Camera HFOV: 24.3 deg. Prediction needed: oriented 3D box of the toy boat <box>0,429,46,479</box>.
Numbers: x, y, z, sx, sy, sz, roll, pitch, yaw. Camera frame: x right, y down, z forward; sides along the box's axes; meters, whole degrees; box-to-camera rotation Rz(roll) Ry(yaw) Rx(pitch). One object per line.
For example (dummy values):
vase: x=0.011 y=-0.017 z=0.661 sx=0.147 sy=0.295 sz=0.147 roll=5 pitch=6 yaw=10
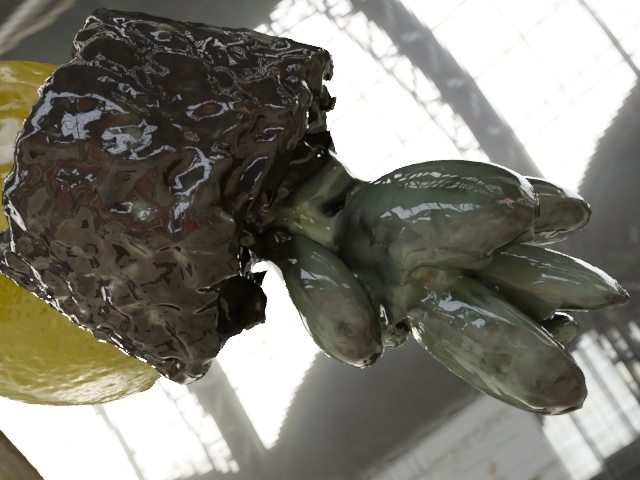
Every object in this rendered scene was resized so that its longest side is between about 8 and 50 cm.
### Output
toy boat: x=-0.308 y=0.190 z=1.191 sx=0.121 sy=0.321 sz=0.089 roll=-28 pitch=-47 yaw=-28

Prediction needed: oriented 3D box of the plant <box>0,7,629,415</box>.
plant: x=-0.002 y=0.001 z=0.671 sx=0.275 sy=0.146 sz=0.149 roll=17 pitch=-31 yaw=-6

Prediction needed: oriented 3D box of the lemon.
lemon: x=-0.292 y=-0.018 z=1.448 sx=0.364 sy=0.364 sz=0.364 roll=-26 pitch=-21 yaw=-11
